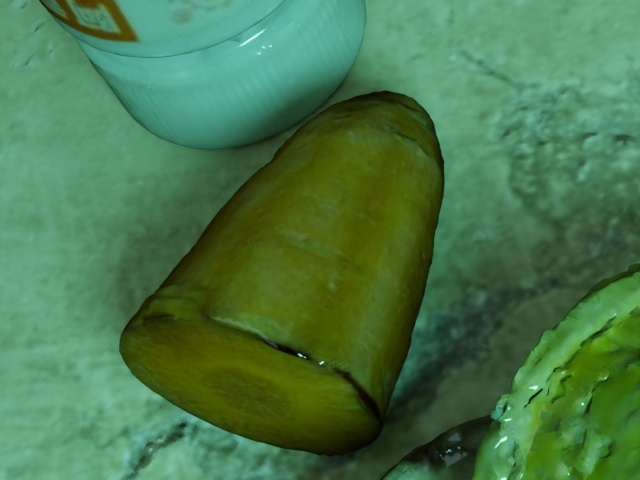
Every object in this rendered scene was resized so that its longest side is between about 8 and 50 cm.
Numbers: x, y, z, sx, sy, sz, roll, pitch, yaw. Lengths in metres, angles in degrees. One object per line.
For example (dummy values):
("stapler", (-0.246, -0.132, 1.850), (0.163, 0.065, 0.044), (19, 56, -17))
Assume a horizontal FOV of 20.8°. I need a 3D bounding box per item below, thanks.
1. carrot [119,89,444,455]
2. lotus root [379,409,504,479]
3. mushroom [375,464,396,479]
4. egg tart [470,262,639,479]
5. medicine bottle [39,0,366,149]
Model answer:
("carrot", (0.000, 0.000, 1.040), (0.159, 0.159, 0.225), (14, 64, 25))
("lotus root", (0.114, 0.169, 0.905), (0.261, 0.074, 0.170), (-12, 66, -8))
("mushroom", (-0.023, 0.264, 0.942), (0.100, 0.081, 0.312), (36, 73, 20))
("egg tart", (0.231, 0.155, 0.809), (0.341, 0.132, 0.341), (5, 69, -15))
("medicine bottle", (-0.107, -0.233, 1.079), (0.211, 0.371, 0.211), (-8, 59, 13))
